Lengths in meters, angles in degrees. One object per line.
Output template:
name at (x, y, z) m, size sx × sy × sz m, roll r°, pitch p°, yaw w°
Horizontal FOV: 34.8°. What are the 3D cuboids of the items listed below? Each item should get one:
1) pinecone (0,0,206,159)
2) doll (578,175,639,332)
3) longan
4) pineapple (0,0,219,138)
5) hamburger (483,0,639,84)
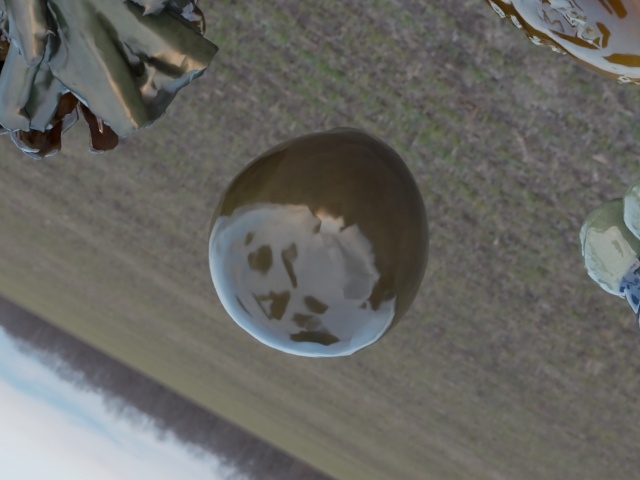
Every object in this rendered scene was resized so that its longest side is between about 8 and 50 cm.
pinecone at (-0.337, -0.282, 1.282) m, size 0.398 × 0.397 × 0.398 m, roll 28°, pitch 168°, yaw 6°
doll at (0.273, 0.008, 0.497) m, size 0.228 × 0.154 × 0.258 m, roll 26°, pitch 136°, yaw -12°
longan at (0.000, 0.000, 1.119) m, size 0.258 × 0.258 × 0.258 m, roll 28°, pitch 168°, yaw 6°
pineapple at (-0.153, -0.166, 0.390) m, size 0.310 × 0.170 × 0.141 m, roll 52°, pitch -177°, yaw -41°
hamburger at (0.105, -0.171, 0.337) m, size 0.286 × 0.146 × 0.243 m, roll 27°, pitch 141°, yaw 59°
